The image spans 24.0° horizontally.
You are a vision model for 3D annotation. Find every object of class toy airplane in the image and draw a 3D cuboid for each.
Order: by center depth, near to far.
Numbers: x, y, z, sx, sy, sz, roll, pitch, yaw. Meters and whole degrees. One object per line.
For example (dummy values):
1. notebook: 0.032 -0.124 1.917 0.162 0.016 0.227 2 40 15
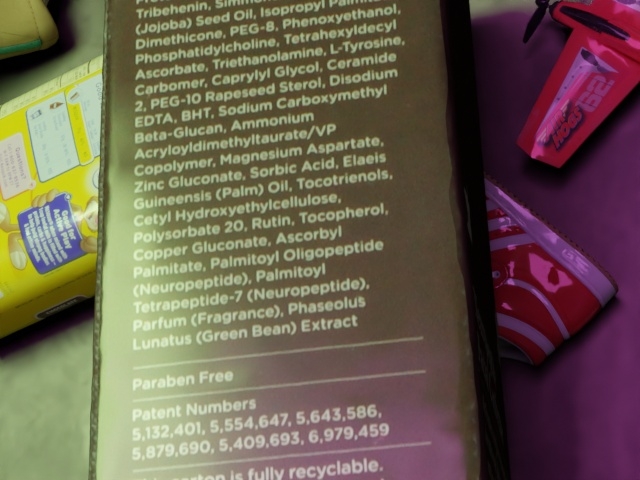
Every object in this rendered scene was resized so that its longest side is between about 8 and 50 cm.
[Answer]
1. toy airplane: 0.167 -0.088 0.732 0.151 0.028 0.151 -8 68 20

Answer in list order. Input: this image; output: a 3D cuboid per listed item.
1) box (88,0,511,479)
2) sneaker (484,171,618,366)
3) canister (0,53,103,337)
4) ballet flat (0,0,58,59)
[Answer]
1. box: 0.000 0.000 0.614 0.143 0.191 0.381 -8 66 8
2. sneaker: 0.076 0.011 0.721 0.118 0.042 0.067 40 84 28
3. canister: -0.134 -0.028 0.804 0.170 0.073 0.126 -24 62 13
4. ballet flat: -0.191 -0.209 0.912 0.073 0.080 0.232 -2 68 -9
